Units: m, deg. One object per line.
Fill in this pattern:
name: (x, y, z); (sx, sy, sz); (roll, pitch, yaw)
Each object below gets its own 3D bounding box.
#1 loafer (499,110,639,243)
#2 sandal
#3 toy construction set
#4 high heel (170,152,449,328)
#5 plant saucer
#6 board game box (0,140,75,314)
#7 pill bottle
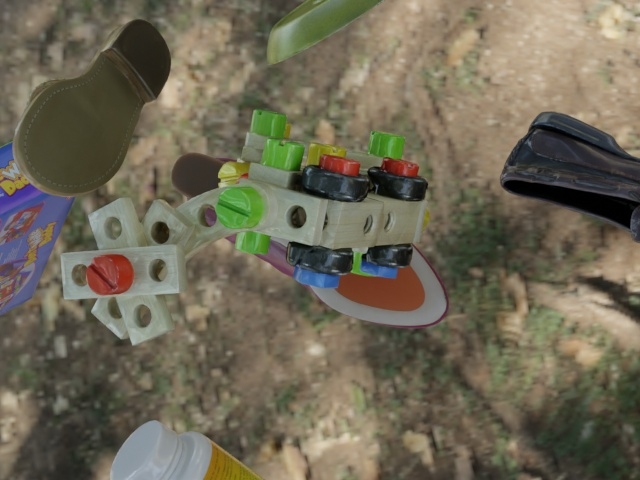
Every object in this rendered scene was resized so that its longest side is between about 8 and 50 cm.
loafer: (0.318, -0.031, 1.434); (0.302, 0.109, 0.095); (30, 68, 34)
sandal: (-0.202, -0.097, 1.155); (0.079, 0.240, 0.088); (-21, 114, 32)
toy construction set: (-0.040, -0.025, 1.093); (0.215, 0.328, 0.151); (15, 114, 27)
high heel: (0.000, 0.000, 1.730); (0.377, 0.181, 0.127); (33, 90, 16)
plant saucer: (0.027, -0.297, 1.752); (0.241, 0.241, 0.037); (-22, 107, 39)
board game box: (-0.439, 0.019, 1.751); (0.078, 0.233, 0.347); (52, 145, 10)
pill bottle: (-0.123, 0.289, 1.552); (0.117, 0.215, 0.117); (-39, 26, 23)
